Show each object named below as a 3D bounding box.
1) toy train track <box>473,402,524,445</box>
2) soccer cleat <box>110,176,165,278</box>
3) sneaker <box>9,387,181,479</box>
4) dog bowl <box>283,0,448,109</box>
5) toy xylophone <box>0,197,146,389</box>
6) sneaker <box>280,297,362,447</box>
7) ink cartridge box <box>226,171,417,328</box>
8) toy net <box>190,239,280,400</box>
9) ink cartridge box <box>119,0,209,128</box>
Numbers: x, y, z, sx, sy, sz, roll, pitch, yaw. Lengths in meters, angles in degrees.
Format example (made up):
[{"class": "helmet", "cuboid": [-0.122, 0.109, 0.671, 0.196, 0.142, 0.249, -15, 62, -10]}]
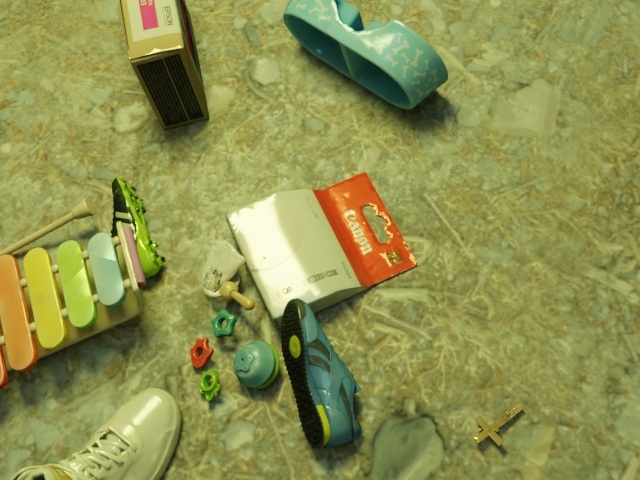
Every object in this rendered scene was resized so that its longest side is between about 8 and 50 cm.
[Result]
[{"class": "toy train track", "cuboid": [0.243, 0.251, 1.133, 0.083, 0.014, 0.048, -33, 60, -16]}, {"class": "soccer cleat", "cuboid": [-0.299, -0.018, 1.277, 0.072, 0.060, 0.178, -27, 66, 6]}, {"class": "sneaker", "cuboid": [-0.296, 0.301, 1.068, 0.108, 0.169, 0.292, 29, 70, 18]}, {"class": "dog bowl", "cuboid": [0.063, -0.313, 1.330, 0.297, 0.166, 0.074, 35, 84, 18]}, {"class": "toy xylophone", "cuboid": [-0.404, 0.067, 1.211, 0.323, 0.081, 0.236, -31, 65, 3]}, {"class": "sneaker", "cuboid": [0.003, 0.180, 1.150, 0.082, 0.069, 0.209, -7, 74, -30]}, {"class": "ink cartridge box", "cuboid": [0.000, 0.000, 1.245, 0.232, 0.066, 0.189, -26, 66, -3]}, {"class": "toy net", "cuboid": [-0.137, 0.112, 1.214, 0.122, 0.045, 0.232, -26, 60, 23]}, {"class": "ink cartridge box", "cuboid": [-0.256, -0.332, 1.341, 0.088, 0.193, 0.234, -13, 66, -1]}]
